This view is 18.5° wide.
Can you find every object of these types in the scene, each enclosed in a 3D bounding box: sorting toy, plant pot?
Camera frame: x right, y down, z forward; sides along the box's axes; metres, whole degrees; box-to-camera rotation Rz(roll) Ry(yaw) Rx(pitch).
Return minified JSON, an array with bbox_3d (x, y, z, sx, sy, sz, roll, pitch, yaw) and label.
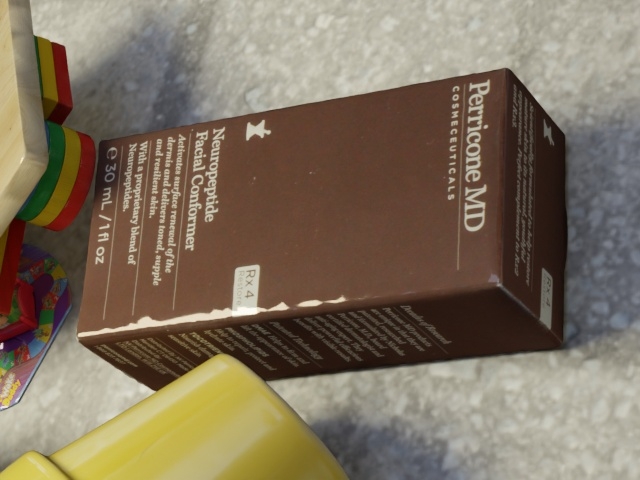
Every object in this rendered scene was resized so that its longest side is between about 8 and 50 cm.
[{"bbox_3d":[-0.292,-0.056,1.743,0.257,0.089,0.255,-51,35,31],"label":"sorting toy"},{"bbox_3d":[-0.108,0.225,1.497,0.239,0.254,0.254,-42,52,-14],"label":"plant pot"}]

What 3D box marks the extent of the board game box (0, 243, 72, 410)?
[{"bbox_3d":[-0.304,0.075,1.793,0.133,0.033,0.168,23,80,36],"label":"board game box"}]

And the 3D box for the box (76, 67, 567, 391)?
[{"bbox_3d":[0.000,0.000,1.593,0.381,0.143,0.191,-8,63,24],"label":"box"}]
